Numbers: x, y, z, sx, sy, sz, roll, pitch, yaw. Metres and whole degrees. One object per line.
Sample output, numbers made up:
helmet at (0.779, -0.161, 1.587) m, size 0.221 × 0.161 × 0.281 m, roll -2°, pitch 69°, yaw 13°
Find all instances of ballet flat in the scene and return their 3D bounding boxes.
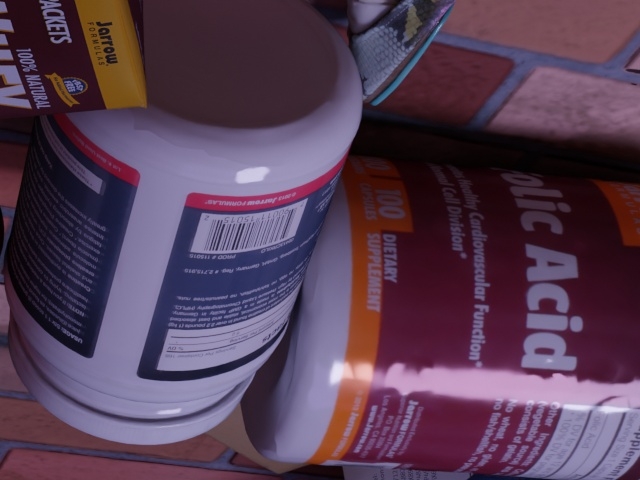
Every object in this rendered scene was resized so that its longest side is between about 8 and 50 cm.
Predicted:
ballet flat at (0.065, -0.170, 1.147) m, size 0.079 × 0.077 × 0.221 m, roll 31°, pitch 133°, yaw -18°

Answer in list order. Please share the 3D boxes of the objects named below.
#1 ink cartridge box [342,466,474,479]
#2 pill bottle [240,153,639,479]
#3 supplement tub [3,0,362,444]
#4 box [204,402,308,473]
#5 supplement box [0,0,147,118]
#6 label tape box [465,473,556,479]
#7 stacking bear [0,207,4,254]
ink cartridge box at (0.158, 0.281, 1.841) m, size 0.271 × 0.130 × 0.309 m, roll -19°, pitch 151°, yaw 25°
pill bottle at (0.151, 0.061, 1.389) m, size 0.392 × 0.224 × 0.224 m, roll 5°, pitch 149°, yaw -15°
supplement tub at (-0.095, -0.021, 1.203) m, size 0.191 × 0.191 × 0.272 m, roll 6°, pitch 134°, yaw -16°
box at (-0.001, 0.153, 1.730) m, size 0.201 × 0.021 × 0.164 m, roll -20°, pitch 146°, yaw 27°
supplement box at (-0.195, -0.171, 0.982) m, size 0.194 × 0.191 × 0.129 m, roll -5°, pitch 150°, yaw 1°
label tape box at (0.289, 0.209, 1.538) m, size 0.249 × 0.115 × 0.347 m, roll 5°, pitch -168°, yaw 27°
stacking bear at (-0.322, -0.042, 1.168) m, size 0.289 × 0.175 × 0.164 m, roll 29°, pitch 140°, yaw -31°
